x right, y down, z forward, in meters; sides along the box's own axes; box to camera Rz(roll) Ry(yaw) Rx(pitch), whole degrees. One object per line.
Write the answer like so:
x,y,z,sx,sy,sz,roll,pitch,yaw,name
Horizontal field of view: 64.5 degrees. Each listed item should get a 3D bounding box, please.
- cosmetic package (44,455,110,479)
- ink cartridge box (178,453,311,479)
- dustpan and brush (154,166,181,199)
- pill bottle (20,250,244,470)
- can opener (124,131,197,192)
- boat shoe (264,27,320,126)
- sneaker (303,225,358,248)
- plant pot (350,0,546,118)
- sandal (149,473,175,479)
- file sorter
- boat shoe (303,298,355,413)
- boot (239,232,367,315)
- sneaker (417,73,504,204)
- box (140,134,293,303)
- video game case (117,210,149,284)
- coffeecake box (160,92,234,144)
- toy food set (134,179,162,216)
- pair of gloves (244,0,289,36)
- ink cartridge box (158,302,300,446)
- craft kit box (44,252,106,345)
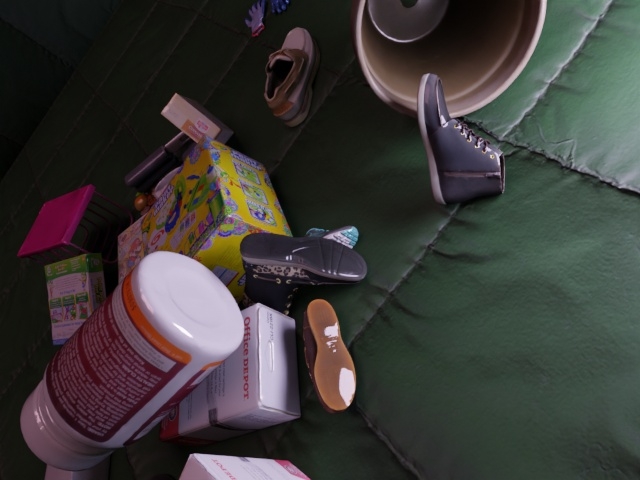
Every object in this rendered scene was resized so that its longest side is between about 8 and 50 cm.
-0.570,0.549,1.189,0.127,0.107,0.238,-28,54,27,cosmetic package
-0.090,0.403,0.759,0.158,0.218,0.092,18,80,46,ink cartridge box
-0.380,-0.183,1.448,0.211,0.060,0.147,-40,48,-12,dustpan and brush
-0.343,0.224,0.914,0.392,0.224,0.224,-43,46,16,pill bottle
-0.456,-0.231,1.515,0.283,0.076,0.095,-37,56,9,can opener
-0.076,-0.441,1.295,0.113,0.103,0.302,-19,56,33,boat shoe
0.000,0.000,1.017,0.166,0.065,0.076,-26,48,27,sneaker
0.197,-0.423,0.936,0.323,0.323,0.280,-40,29,18,plant pot
-0.305,0.517,1.012,0.179,0.040,0.067,5,71,43,sandal
-0.766,-0.018,1.607,0.290,0.182,0.202,-11,55,36,file sorter
0.011,0.207,0.893,0.073,0.073,0.207,110,157,-47,boat shoe
-0.041,0.078,0.983,0.179,0.236,0.085,103,176,-45,boot
0.237,-0.175,0.845,0.118,0.083,0.222,-7,104,30,sneaker
-0.244,-0.021,1.132,0.290,0.177,0.279,-46,45,24,box
-0.508,0.018,1.467,0.227,0.026,0.206,-32,54,24,video game case
-0.321,-0.312,1.353,0.068,0.142,0.185,-50,5,8,coffeecake box
-0.526,-0.133,1.568,0.132,0.038,0.192,-39,47,19,toy food set
-0.162,-0.734,1.593,0.198,0.023,0.159,-32,51,26,pair of gloves
-0.177,0.267,0.985,0.272,0.114,0.197,-27,51,30,ink cartridge box
-0.716,0.176,1.488,0.249,0.061,0.247,-11,88,36,craft kit box
